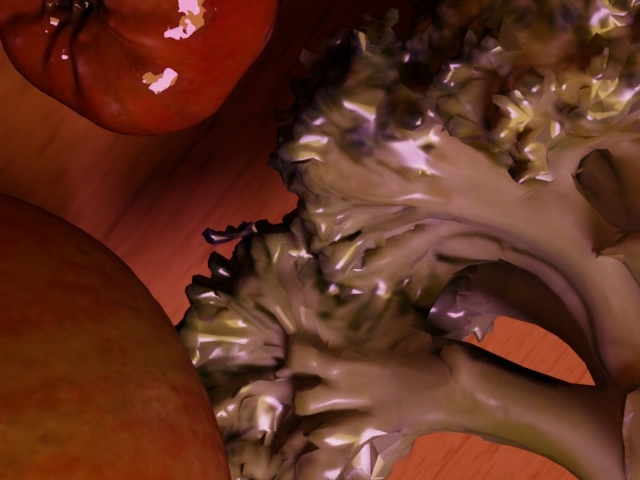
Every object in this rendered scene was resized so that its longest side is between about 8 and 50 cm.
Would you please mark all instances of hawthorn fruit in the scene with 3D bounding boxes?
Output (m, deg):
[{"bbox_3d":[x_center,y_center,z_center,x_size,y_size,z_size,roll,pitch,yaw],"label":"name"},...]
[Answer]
[{"bbox_3d":[-0.066,-0.106,0.540,0.140,0.125,0.125,8,114,-38],"label":"hawthorn fruit"}]

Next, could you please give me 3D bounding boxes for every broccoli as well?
[{"bbox_3d":[0.182,0.031,0.511,0.275,0.397,0.353,-4,125,-47],"label":"broccoli"}]

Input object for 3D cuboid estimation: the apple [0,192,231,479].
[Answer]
[{"bbox_3d":[-0.175,0.126,0.506,0.301,0.301,0.301,-19,128,-26],"label":"apple"}]
